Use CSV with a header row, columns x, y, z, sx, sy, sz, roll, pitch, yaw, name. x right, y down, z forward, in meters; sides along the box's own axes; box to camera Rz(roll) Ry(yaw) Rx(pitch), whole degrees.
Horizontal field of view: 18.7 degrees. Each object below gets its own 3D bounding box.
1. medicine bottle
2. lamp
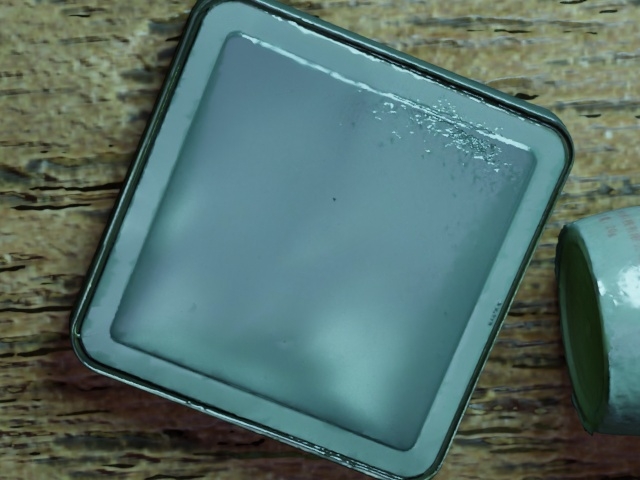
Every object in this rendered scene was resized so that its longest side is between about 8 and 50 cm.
x,y,z,sx,sy,sz,roll,pitch,yaw,name
0.233,0.048,1.245,0.143,0.147,0.147,-7,103,-5,medicine bottle
0.000,0.000,1.268,0.266,0.047,0.269,21,99,-9,lamp
